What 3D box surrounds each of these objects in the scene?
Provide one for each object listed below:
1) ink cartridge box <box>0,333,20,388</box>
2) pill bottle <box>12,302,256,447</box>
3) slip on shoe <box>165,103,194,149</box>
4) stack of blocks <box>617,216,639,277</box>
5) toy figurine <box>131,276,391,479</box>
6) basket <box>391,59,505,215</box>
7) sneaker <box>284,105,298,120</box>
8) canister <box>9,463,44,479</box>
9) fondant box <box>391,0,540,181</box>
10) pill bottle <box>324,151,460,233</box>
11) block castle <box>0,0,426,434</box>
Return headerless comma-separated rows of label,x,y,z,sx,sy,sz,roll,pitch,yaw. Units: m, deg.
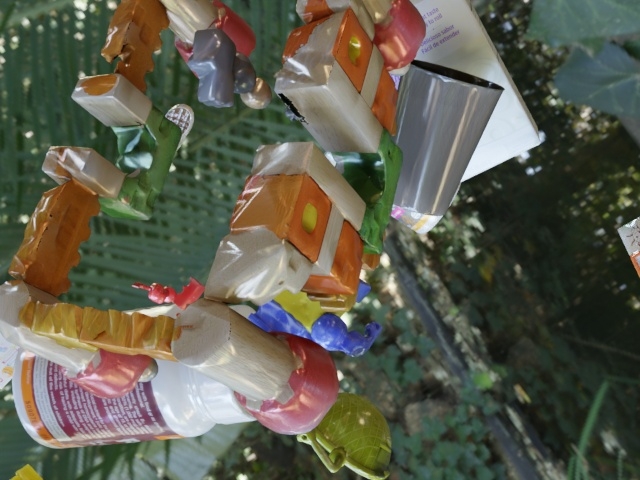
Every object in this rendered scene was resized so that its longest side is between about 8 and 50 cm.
ink cartridge box,-0.599,0.203,1.542,0.092,0.143,0.090,46,166,-23
pill bottle,-0.293,0.226,1.385,0.224,0.392,0.223,-9,-90,-70
slip on shoe,-0.260,-0.207,1.500,0.051,0.041,0.135,34,139,0
stack of blocks,0.502,0.078,0.970,0.087,0.171,0.297,21,-134,-45
toy figurine,-0.014,0.083,0.970,0.363,0.217,0.191,37,178,28
basket,0.186,-0.167,1.358,0.154,0.226,0.204,31,-157,35
sneaker,0.014,-0.333,1.634,0.106,0.234,0.078,55,-178,5
canister,-0.506,0.460,1.315,0.126,0.170,0.073,30,142,33
fondant box,0.216,-0.272,1.489,0.330,0.238,0.096,56,-157,-17
pill bottle,0.151,-0.150,1.774,0.279,0.162,0.162,32,176,-5
block castle,-0.083,-0.063,0.790,0.303,0.453,0.213,3,157,30
